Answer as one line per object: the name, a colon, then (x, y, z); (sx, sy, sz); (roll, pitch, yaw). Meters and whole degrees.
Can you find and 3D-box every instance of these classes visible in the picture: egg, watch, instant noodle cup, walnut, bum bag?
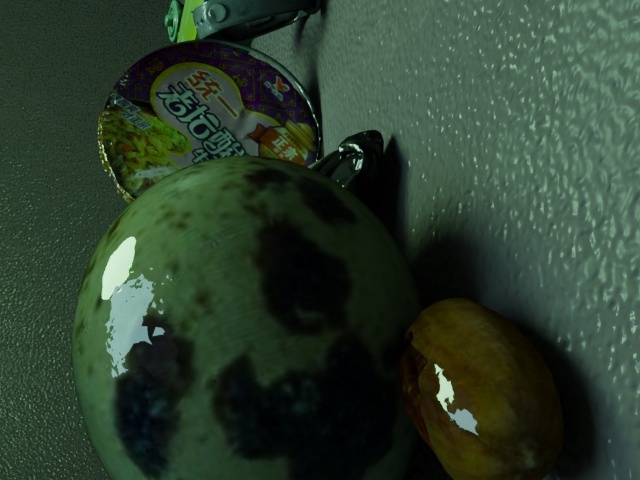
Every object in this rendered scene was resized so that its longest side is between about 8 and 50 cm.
egg: (-0.065, 0.129, 0.814); (0.345, 0.345, 0.428); (-136, 41, -68)
watch: (-0.102, -0.372, 1.330); (0.193, 0.206, 0.068); (-85, -22, -81)
instant noodle cup: (-0.184, -0.112, 1.337); (0.266, 0.340, 0.339); (114, 155, -64)
walnut: (0.116, 0.112, 0.638); (0.207, 0.116, 0.115); (-118, 37, -60)
bum bag: (0.000, 0.000, 1.052); (0.144, 0.095, 0.340); (-63, 2, -37)

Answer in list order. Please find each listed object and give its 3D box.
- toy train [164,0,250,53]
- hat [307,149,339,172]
toy train: (-0.242, -0.543, 1.873); (0.442, 0.179, 0.272); (114, 146, -47)
hat: (-0.082, -0.050, 1.087); (0.252, 0.110, 0.252); (-51, -8, -10)
